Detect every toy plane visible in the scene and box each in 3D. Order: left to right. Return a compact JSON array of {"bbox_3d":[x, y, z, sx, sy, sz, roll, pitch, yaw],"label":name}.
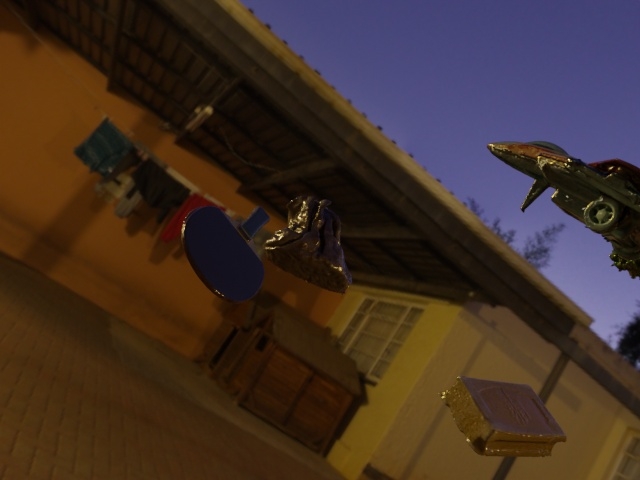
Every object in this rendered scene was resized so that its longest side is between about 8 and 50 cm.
[{"bbox_3d":[0.309,-0.055,0.685,0.223,0.104,0.326,27,0,-41],"label":"toy plane"}]

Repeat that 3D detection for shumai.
[{"bbox_3d":[-0.002,0.000,1.372,0.218,0.185,0.184,27,7,6],"label":"shumai"}]

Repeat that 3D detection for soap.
[{"bbox_3d":[0.483,0.463,1.570,0.315,0.091,0.199,17,28,-33],"label":"soap"}]

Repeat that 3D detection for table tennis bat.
[{"bbox_3d":[-0.147,0.001,1.027,0.173,0.022,0.301,53,22,-11],"label":"table tennis bat"}]

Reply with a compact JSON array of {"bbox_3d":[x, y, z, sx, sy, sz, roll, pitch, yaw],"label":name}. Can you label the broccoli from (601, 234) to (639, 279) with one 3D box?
[{"bbox_3d":[0.575,-0.022,1.069,0.194,0.194,0.220,34,0,3],"label":"broccoli"}]
